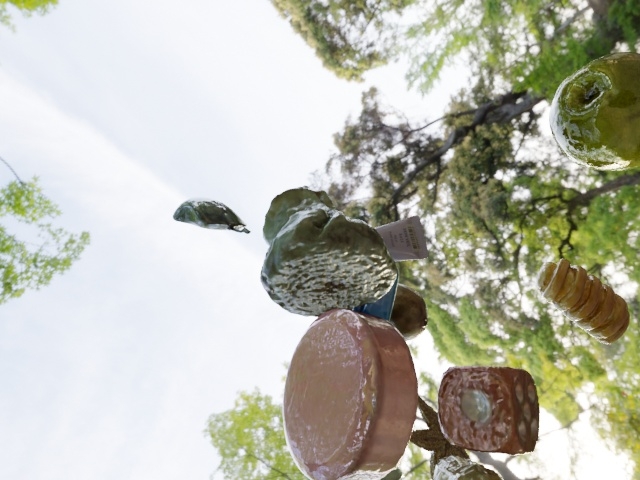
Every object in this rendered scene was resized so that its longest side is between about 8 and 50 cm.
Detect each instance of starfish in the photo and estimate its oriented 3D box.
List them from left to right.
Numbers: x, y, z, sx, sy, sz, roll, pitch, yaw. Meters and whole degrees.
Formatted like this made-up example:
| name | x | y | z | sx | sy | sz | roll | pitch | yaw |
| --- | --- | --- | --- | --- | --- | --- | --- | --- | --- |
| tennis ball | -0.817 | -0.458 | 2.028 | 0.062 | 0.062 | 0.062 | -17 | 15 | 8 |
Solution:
| name | x | y | z | sx | sy | sz | roll | pitch | yaw |
| --- | --- | --- | --- | --- | --- | --- | --- | --- | --- |
| starfish | 0.329 | 0.567 | 1.231 | 0.302 | 0.060 | 0.299 | 39 | -123 | -5 |

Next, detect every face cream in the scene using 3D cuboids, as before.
| name | x | y | z | sx | sy | sz | roll | pitch | yaw |
| --- | --- | --- | --- | --- | --- | --- | --- | --- | --- |
| face cream | 0.192 | 0.014 | 1.394 | 0.096 | 0.274 | 0.154 | 64 | -164 | -58 |

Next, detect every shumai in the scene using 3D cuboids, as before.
| name | x | y | z | sx | sy | sz | roll | pitch | yaw |
| --- | --- | --- | --- | --- | --- | --- | --- | --- | --- |
| shumai | 0.000 | 0.000 | 1.006 | 0.304 | 0.309 | 0.263 | 3 | -133 | -23 |

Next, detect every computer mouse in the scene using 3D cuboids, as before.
| name | x | y | z | sx | sy | sz | roll | pitch | yaw |
| --- | --- | --- | --- | --- | --- | --- | --- | --- | --- |
| computer mouse | -0.329 | -0.083 | 1.384 | 0.167 | 0.379 | 0.090 | -3 | -75 | -46 |

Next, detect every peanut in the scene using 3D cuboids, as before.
| name | x | y | z | sx | sy | sz | roll | pitch | yaw |
| --- | --- | --- | --- | --- | --- | --- | --- | --- | --- |
| peanut | 0.320 | 0.536 | 0.939 | 0.130 | 0.290 | 0.130 | 1 | -103 | -3 |

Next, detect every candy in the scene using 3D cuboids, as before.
| name | x | y | z | sx | sy | sz | roll | pitch | yaw |
| --- | --- | --- | --- | --- | --- | --- | --- | --- | --- |
| candy | 0.034 | 0.231 | 0.647 | 0.095 | 0.255 | 0.255 | 20 | -120 | -29 |

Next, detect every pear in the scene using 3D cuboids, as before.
| name | x | y | z | sx | sy | sz | roll | pitch | yaw |
| --- | --- | --- | --- | --- | --- | --- | --- | --- | --- |
| pear | 0.672 | -0.284 | 1.008 | 0.307 | 0.253 | 0.252 | 5 | -111 | -39 |

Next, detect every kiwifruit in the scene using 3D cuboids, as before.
| name | x | y | z | sx | sy | sz | roll | pitch | yaw |
| --- | --- | --- | --- | --- | --- | --- | --- | --- | --- |
| kiwifruit | 0.266 | 0.248 | 1.530 | 0.196 | 0.234 | 0.195 | -18 | -63 | -39 |

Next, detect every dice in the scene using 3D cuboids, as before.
| name | x | y | z | sx | sy | sz | roll | pitch | yaw |
| --- | --- | --- | --- | --- | --- | --- | --- | --- | --- |
| dice | 0.378 | 0.372 | 0.991 | 0.179 | 0.174 | 0.174 | 18 | -114 | -47 |

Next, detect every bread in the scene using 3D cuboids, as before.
| name | x | y | z | sx | sy | sz | roll | pitch | yaw |
| --- | --- | --- | --- | --- | --- | --- | --- | --- | --- |
| bread | 0.835 | 0.182 | 1.397 | 0.311 | 0.121 | 0.172 | 36 | -119 | -1 |

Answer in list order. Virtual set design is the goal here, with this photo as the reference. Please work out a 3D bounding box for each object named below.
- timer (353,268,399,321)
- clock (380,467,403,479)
| name | x | y | z | sx | sy | sz | roll | pitch | yaw |
| --- | --- | --- | --- | --- | --- | --- | --- | --- | --- |
| timer | 0.111 | 0.231 | 1.234 | 0.115 | 0.309 | 0.340 | 23 | -142 | 3 |
| clock | 0.169 | 0.837 | 1.467 | 0.109 | 0.324 | 0.265 | 36 | -144 | 31 |
